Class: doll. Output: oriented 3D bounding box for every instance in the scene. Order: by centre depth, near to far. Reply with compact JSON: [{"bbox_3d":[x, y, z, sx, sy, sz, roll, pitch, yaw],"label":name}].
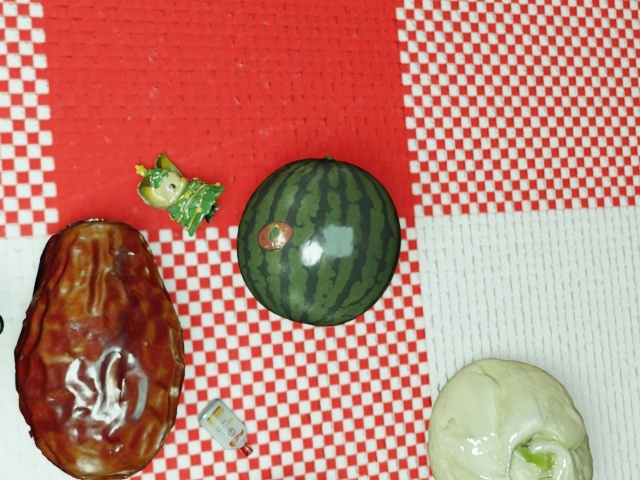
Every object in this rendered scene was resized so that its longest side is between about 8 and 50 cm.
[{"bbox_3d":[-0.180,-0.052,1.395,0.113,0.077,0.078,21,46,6],"label":"doll"}]

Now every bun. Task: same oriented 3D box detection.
[{"bbox_3d":[0.273,0.292,1.523,0.259,0.160,0.259,4,81,-29],"label":"bun"}]

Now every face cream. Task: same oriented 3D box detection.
[{"bbox_3d":[-0.116,0.238,1.408,0.083,0.021,0.040,49,68,-15],"label":"face cream"}]

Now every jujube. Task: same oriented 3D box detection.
[{"bbox_3d":[-0.247,0.121,1.261,0.197,0.197,0.290,5,68,-26],"label":"jujube"}]

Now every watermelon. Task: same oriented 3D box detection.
[{"bbox_3d":[0.000,0.000,1.388,0.212,0.212,0.212,3,84,-26],"label":"watermelon"}]

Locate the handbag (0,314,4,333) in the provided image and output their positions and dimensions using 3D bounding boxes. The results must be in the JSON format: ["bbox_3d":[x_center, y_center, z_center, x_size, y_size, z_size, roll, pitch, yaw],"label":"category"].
[{"bbox_3d":[-0.496,0.213,1.146,0.236,0.160,0.359,21,75,-18],"label":"handbag"}]
